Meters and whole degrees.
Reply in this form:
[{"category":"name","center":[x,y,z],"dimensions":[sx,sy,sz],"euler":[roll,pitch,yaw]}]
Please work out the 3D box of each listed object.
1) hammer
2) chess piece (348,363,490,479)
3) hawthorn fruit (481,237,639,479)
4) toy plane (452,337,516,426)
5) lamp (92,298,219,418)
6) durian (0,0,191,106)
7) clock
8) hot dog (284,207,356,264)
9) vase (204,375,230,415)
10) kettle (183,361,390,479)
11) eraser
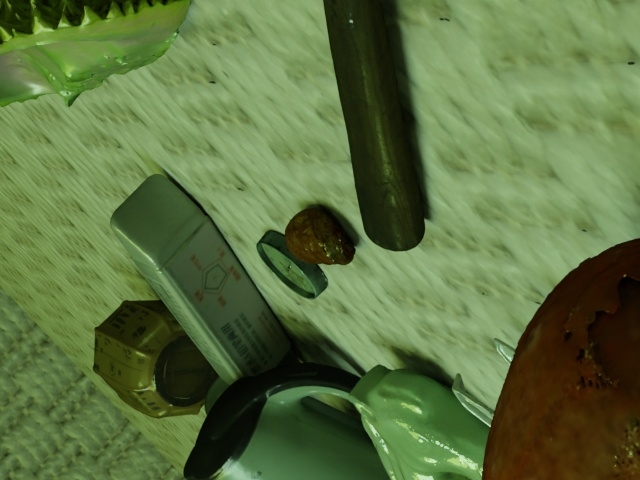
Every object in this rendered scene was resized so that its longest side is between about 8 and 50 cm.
[{"category":"hammer","center":[0.026,-0.119,0.826],"dimensions":[0.168,0.044,0.440],"euler":[36,162,25]},{"category":"chess piece","center":[0.135,0.255,1.318],"dimensions":[0.176,0.176,0.298],"euler":[24,141,45]},{"category":"hawthorn fruit","center":[0.177,0.147,0.723],"dimensions":[0.211,0.299,0.211],"euler":[31,-172,-5]},{"category":"toy plane","center":[0.211,0.173,0.968],"dimensions":[0.251,0.101,0.255],"euler":[8,138,39]},{"category":"lamp","center":[-0.227,0.163,1.826],"dimensions":[0.185,0.161,0.161],"euler":[17,149,54]},{"category":"durian","center":[-0.243,-0.167,1.121],"dimensions":[0.169,0.158,0.352],"euler":[36,161,-19]},{"category":"clock","center":[-0.029,0.025,1.309],"dimensions":[0.085,0.017,0.085],"euler":[38,161,15]},{"category":"hot dog","center":[0.000,0.000,1.159],"dimensions":[0.058,0.035,0.083],"euler":[50,161,-18]},{"category":"vase","center":[-0.047,0.305,1.757],"dimensions":[0.173,0.173,0.321],"euler":[27,152,41]},{"category":"kettle","center":[-0.008,0.240,1.490],"dimensions":[0.236,0.221,0.161],"euler":[31,-153,-19]},{"category":"eraser","center":[-0.119,0.071,1.487],"dimensions":[0.061,0.089,0.352],"euler":[21,152,41]}]
